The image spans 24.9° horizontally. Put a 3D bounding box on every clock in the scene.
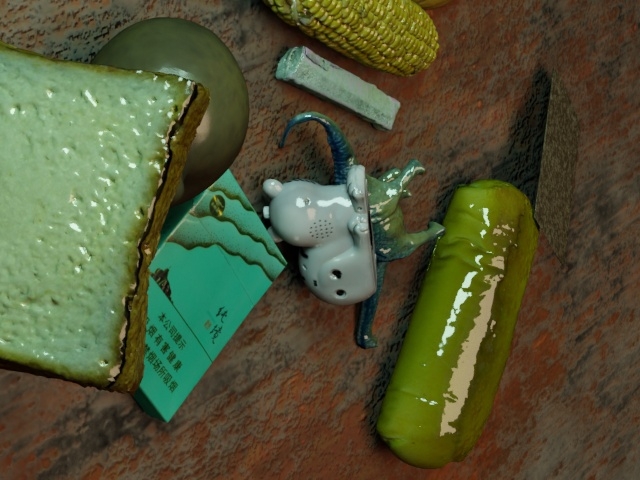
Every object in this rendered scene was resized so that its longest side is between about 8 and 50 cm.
[{"bbox_3d":[0.000,0.000,1.608,0.080,0.117,0.176,-85,169,-51],"label":"clock"}]

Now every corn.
[{"bbox_3d":[0.041,-0.250,1.578,0.293,0.106,0.106,18,87,-51],"label":"corn"}]

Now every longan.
[{"bbox_3d":[-0.147,-0.105,1.329,0.159,0.204,0.185,13,131,-19],"label":"longan"}]

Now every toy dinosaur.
[{"bbox_3d":[0.063,-0.030,1.690,0.147,0.076,0.363,-38,135,-22],"label":"toy dinosaur"}]

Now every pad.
[{"bbox_3d":[0.324,-0.099,1.966,0.158,0.003,0.235,50,45,-54],"label":"pad"}]

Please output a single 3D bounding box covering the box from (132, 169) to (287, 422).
[{"bbox_3d":[-0.139,0.051,1.499,0.226,0.042,0.161,-53,137,-25],"label":"box"}]

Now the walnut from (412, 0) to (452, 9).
[{"bbox_3d":[0.154,-0.361,1.692,0.167,0.087,0.211,23,83,-54],"label":"walnut"}]

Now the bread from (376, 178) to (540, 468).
[{"bbox_3d":[0.192,0.111,1.856,0.166,0.112,0.384,29,77,-50],"label":"bread"}]

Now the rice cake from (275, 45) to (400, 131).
[{"bbox_3d":[0.026,-0.170,1.636,0.211,0.034,0.043,20,88,-51],"label":"rice cake"}]

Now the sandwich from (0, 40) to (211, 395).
[{"bbox_3d":[-0.243,-0.026,1.209,0.095,0.249,0.273,-10,113,-87],"label":"sandwich"}]
